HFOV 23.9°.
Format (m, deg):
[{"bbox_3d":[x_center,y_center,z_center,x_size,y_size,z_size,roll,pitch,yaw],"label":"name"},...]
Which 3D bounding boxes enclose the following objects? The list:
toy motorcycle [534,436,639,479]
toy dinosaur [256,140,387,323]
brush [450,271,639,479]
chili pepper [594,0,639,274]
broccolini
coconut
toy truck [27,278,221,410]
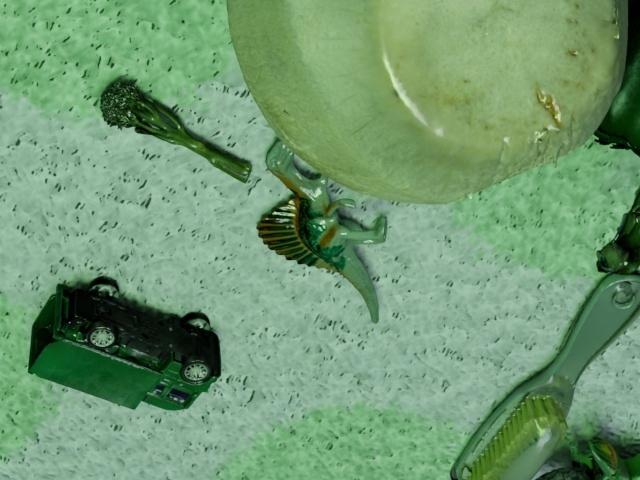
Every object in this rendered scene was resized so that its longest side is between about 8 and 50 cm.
[{"bbox_3d":[0.286,0.237,1.426,0.190,0.074,0.106,21,129,-37],"label":"toy motorcycle"},{"bbox_3d":[0.000,-0.002,1.223,0.106,0.044,0.187,7,141,3],"label":"toy dinosaur"},{"bbox_3d":[0.208,0.149,1.356,0.068,0.060,0.297,18,124,-18],"label":"brush"},{"bbox_3d":[0.265,-0.101,1.100,0.174,0.165,0.261,5,126,-35],"label":"chili pepper"},{"bbox_3d":[-0.107,-0.076,1.147,0.140,0.035,0.030,30,122,-29],"label":"broccolini"},{"bbox_3d":[0.069,-0.146,0.995,0.245,0.247,0.245,-3,100,-18],"label":"coconut"},{"bbox_3d":[-0.159,0.090,1.253,0.147,0.065,0.079,21,125,-23],"label":"toy truck"}]
